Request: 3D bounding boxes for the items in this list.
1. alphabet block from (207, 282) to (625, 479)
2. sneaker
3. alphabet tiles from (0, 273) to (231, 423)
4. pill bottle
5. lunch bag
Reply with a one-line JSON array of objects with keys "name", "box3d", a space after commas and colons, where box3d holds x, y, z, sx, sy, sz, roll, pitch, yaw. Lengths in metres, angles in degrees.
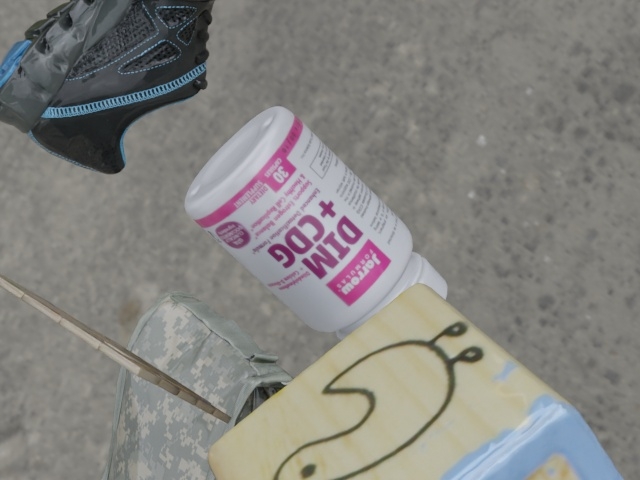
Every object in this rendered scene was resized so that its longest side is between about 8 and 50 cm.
[{"name": "alphabet block", "box3d": [0.076, 0.176, 0.805, 0.192, 0.193, 0.197, -37, 27, -7]}, {"name": "sneaker", "box3d": [-0.136, -0.205, 1.138, 0.341, 0.140, 0.125, -44, 25, 18]}, {"name": "alphabet tiles", "box3d": [-0.179, 0.087, 1.101, 0.198, 0.237, 0.009, 29, 82, 23]}, {"name": "pill bottle", "box3d": [0.000, 0.000, 1.474, 0.160, 0.283, 0.160, -42, 17, 16]}, {"name": "lunch bag", "box3d": [-0.107, 0.214, 1.341, 0.235, 0.169, 0.287, 34, 117, 54]}]
